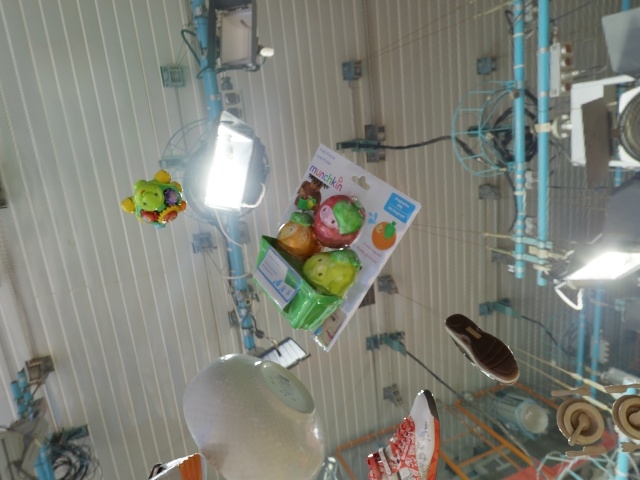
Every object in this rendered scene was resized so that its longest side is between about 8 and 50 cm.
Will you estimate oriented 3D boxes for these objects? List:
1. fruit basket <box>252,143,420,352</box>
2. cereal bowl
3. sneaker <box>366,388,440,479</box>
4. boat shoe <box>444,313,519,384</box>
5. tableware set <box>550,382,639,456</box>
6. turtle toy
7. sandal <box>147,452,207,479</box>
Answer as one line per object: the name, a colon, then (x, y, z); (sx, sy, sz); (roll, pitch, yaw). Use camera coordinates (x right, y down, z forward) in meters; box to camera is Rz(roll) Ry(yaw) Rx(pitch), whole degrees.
fruit basket: (0.000, 0.000, 0.879); (0.165, 0.327, 0.353); (8, -65, -45)
cereal bowl: (-0.115, 0.368, 0.887); (0.339, 0.339, 0.141); (37, -84, -24)
sneaker: (0.180, 0.466, 0.909); (0.145, 0.090, 0.270); (1, -84, -1)
boat shoe: (0.438, 0.302, 1.105); (0.095, 0.257, 0.095); (-23, -61, -5)
tableware set: (0.578, 0.356, 0.815); (0.194, 0.039, 0.128); (-8, -107, 5)
turtle toy: (-0.271, -0.064, 0.677); (0.095, 0.130, 0.066); (-43, -102, -8)
sandal: (-0.260, 0.413, 0.669); (0.076, 0.265, 0.102); (-7, -113, 5)
